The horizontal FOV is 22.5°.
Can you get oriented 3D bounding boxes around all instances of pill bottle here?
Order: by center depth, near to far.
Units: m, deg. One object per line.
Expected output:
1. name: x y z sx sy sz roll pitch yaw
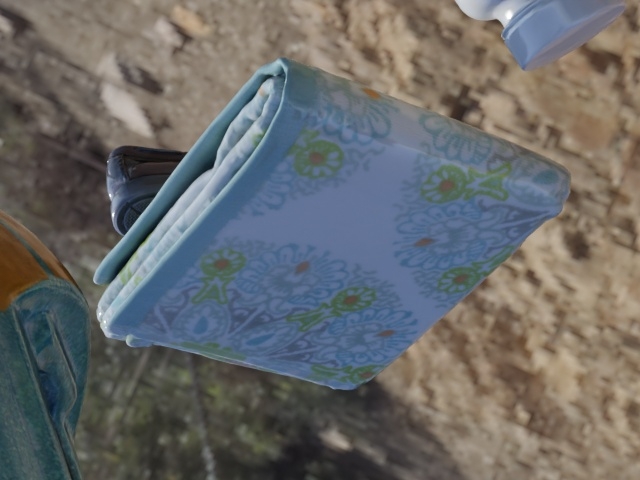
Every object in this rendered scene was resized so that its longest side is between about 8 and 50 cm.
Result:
1. pill bottle: 0.149 -0.271 1.337 0.246 0.136 0.136 60 180 8

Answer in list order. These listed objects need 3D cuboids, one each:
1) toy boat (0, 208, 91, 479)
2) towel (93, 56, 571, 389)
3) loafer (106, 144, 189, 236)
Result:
1. toy boat: -0.114 0.091 0.575 0.318 0.148 0.268 87 162 -62
2. towel: 0.000 0.000 1.514 0.320 0.090 0.374 15 137 -32
3. loafer: -0.071 -0.056 1.638 0.302 0.109 0.095 2 -133 -25
